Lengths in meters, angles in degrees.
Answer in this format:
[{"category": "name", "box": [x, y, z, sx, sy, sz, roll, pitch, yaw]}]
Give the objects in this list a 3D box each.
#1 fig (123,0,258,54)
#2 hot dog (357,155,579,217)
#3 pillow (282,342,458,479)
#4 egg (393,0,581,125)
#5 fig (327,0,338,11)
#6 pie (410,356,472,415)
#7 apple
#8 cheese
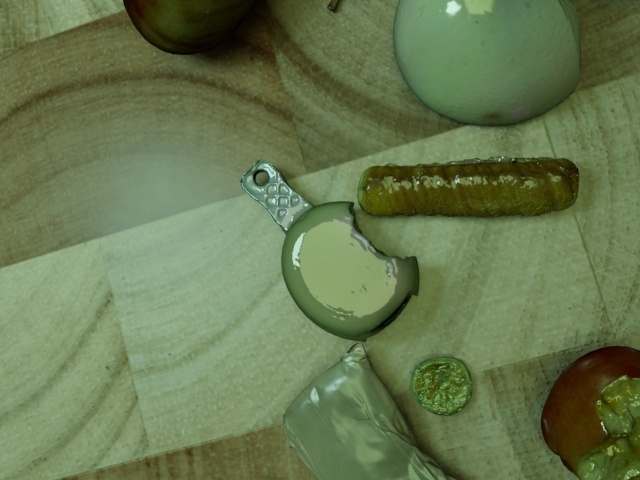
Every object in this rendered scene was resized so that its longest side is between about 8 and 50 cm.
[{"category": "fig", "box": [-0.118, -0.391, 0.690, 0.321, 0.217, 0.216, -23, 84, -17]}, {"category": "hot dog", "box": [0.193, -0.070, 0.675, 0.289, 0.068, 0.083, -2, 93, 6]}, {"category": "pillow", "box": [0.072, 0.290, 0.668, 0.173, 0.067, 0.270, -41, 83, 9]}, {"category": "egg", "box": [0.206, -0.269, 0.636, 0.206, 0.162, 0.271, -45, 82, 1]}, {"category": "fig", "box": [0.058, -0.406, 0.691, 0.129, 0.128, 0.150, -11, 114, 6]}, {"category": "pie", "box": [0.163, 0.196, 0.685, 0.084, 0.021, 0.084, 0, 88, 3]}, {"category": "apple", "box": [0.349, 0.217, 0.602, 0.158, 0.147, 0.156, -36, 116, 13]}, {"category": "cheese", "box": [0.000, 0.000, 0.687, 0.163, 0.082, 0.286, -41, 82, 2]}]
